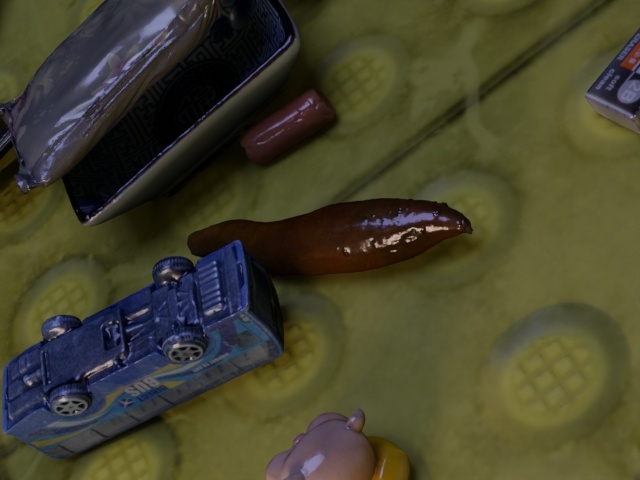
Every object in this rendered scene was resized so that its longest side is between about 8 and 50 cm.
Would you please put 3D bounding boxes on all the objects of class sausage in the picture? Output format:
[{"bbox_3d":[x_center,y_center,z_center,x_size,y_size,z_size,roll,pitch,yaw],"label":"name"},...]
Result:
[{"bbox_3d":[-0.028,-0.094,1.239,0.083,0.034,0.034,-32,46,13],"label":"sausage"}]

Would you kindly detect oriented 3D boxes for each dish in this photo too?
[{"bbox_3d":[-0.116,-0.121,1.285,0.243,0.080,0.182,-39,42,9],"label":"dish"}]

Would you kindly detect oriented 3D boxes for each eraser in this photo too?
[{"bbox_3d":[0.249,-0.135,1.076,0.122,0.029,0.052,-49,45,-4],"label":"eraser"}]

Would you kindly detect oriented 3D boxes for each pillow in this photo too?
[{"bbox_3d":[-0.172,-0.156,1.258,0.255,0.059,0.169,-46,40,5],"label":"pillow"}]

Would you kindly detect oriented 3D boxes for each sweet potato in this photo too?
[{"bbox_3d":[-0.001,0.000,1.139,0.264,0.057,0.057,-6,56,34],"label":"sweet potato"}]

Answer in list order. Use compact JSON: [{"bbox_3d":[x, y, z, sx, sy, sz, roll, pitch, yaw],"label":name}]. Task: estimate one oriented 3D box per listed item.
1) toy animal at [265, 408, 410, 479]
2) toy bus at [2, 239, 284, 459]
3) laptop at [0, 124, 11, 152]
[{"bbox_3d":[-0.005,0.164,1.002,0.091,0.082,0.114,21,73,44],"label":"toy animal"},{"bbox_3d":[-0.136,0.086,1.144,0.236,0.094,0.079,-26,54,19],"label":"toy bus"},{"bbox_3d":[-0.277,-0.112,1.396,0.180,0.016,0.129,-50,8,-5],"label":"laptop"}]
